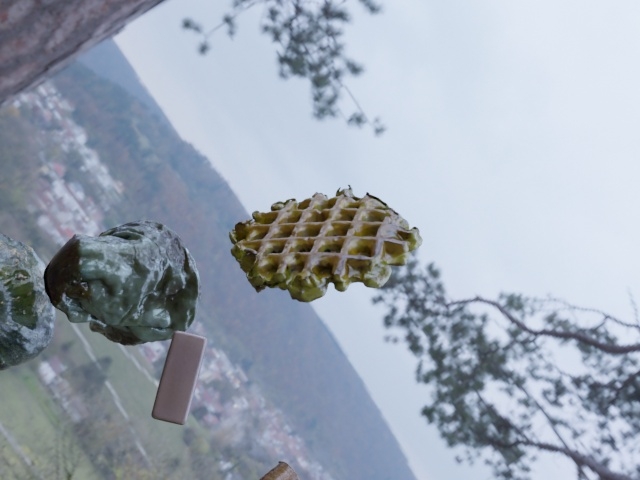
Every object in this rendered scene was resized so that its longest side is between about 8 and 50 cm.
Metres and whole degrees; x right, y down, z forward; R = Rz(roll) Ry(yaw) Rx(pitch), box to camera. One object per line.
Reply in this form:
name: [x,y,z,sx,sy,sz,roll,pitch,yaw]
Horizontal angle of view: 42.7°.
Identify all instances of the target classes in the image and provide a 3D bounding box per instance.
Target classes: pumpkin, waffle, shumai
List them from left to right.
pumpkin: [-0.770,0.137,1.906,0.257,0.292,0.327,174,-85,-74]
shumai: [-0.446,0.103,1.758,0.304,0.309,0.263,39,15,17]
waffle: [0.000,0.000,1.393,0.325,0.302,0.068,36,-38,52]

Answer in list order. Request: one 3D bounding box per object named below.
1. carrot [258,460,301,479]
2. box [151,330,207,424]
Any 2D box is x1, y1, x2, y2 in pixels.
carrot: [-0.123,0.437,1.264,0.067,0.225,0.067,37,-29,24]
box: [-0.180,0.175,1.047,0.048,0.115,0.025,14,-19,-6]
